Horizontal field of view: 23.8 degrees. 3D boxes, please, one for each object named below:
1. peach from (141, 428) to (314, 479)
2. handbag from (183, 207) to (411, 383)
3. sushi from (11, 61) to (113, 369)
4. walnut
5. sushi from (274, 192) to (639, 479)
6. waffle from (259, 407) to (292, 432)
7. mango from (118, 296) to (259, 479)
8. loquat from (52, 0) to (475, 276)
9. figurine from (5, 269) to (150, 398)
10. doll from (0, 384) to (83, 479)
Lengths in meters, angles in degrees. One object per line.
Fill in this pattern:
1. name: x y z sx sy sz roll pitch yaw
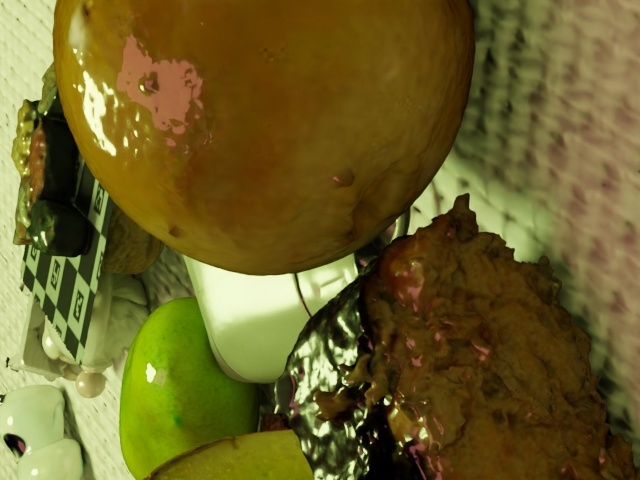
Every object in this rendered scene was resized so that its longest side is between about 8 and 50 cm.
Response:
1. peach: -0.059 0.311 1.396 0.249 0.275 0.245 -176 77 -67
2. handbag: 0.000 0.000 1.383 0.315 0.109 0.241 -30 76 48
3. sushi: -0.316 -0.073 1.766 0.359 0.064 0.343 -144 64 -62
4. walnut: -0.221 -0.017 1.732 0.105 0.105 0.124 50 130 41
5. sushi: 0.098 0.168 1.092 0.348 0.234 0.207 63 148 17
6. waffle: -0.038 0.214 1.569 0.075 0.029 0.083 42 134 45
7. mango: -0.136 0.157 1.583 0.273 0.149 0.185 99 175 -48
8. loquat: -0.043 -0.136 1.122 0.328 0.328 0.328 35 131 52
9. figurine: -0.296 0.090 1.897 0.144 0.182 0.257 37 147 -15
10. doll: -0.408 0.299 2.219 0.110 0.107 0.180 -37 75 38
